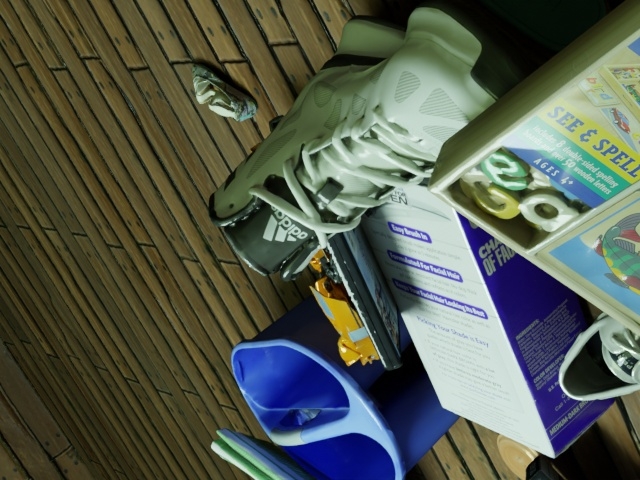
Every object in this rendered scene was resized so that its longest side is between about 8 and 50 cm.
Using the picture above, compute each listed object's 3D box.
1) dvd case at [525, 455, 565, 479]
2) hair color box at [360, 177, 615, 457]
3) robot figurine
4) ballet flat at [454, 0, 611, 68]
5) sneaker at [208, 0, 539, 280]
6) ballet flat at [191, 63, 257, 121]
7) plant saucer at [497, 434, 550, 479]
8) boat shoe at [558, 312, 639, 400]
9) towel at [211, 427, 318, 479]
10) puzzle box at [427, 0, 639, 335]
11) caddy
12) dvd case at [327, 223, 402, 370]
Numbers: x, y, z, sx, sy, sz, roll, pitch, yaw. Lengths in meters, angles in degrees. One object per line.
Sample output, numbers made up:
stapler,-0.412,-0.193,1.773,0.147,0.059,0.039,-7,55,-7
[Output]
dvd case,0.319,0.339,1.678,0.238,0.029,0.179,45,-177,7
hair color box,0.160,0.043,1.548,0.185,0.110,0.339,20,143,52
robot figurine,0.000,0.000,1.706,0.291,0.085,0.211,62,-177,-39
ballet flat,0.102,-0.251,1.268,0.342,0.116,0.124,41,171,11
sneaker,0.051,-0.056,1.294,0.169,0.257,0.447,39,175,-16
ballet flat,-0.126,-0.175,1.812,0.114,0.041,0.041,35,151,31
plant saucer,0.244,0.264,1.819,0.083,0.013,0.083,39,153,24
boat shoe,0.299,0.090,1.399,0.096,0.088,0.267,51,156,0
towel,0.022,0.354,2.089,0.248,0.038,0.325,29,-179,38
puzzle box,0.312,0.001,1.053,0.409,0.052,0.272,33,143,-14
caddy,0.016,0.202,1.925,0.241,0.179,0.341,56,155,-10
dvd case,0.041,-0.003,1.600,0.253,0.022,0.180,-91,-21,-59
